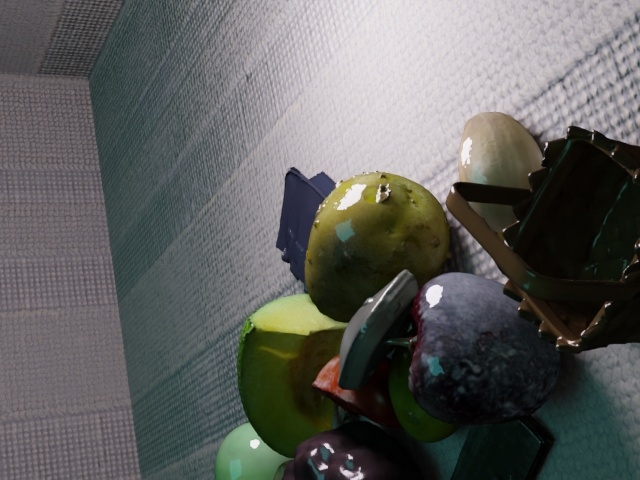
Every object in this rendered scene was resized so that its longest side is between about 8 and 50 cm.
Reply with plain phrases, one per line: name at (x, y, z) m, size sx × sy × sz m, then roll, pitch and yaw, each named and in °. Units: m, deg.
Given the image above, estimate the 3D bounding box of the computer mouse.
computer mouse at (0.095, 0.164, 1.681) m, size 0.095 × 0.197 × 0.331 m, roll 33°, pitch 154°, yaw 12°

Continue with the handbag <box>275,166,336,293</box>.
handbag at (0.000, 0.000, 2.129) m, size 0.326 × 0.118 × 0.269 m, roll -129°, pitch 47°, yaw -58°

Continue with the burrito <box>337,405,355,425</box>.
burrito at (0.081, 0.299, 2.057) m, size 0.082 × 0.059 × 0.275 m, roll -79°, pitch 2°, yaw -62°

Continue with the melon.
melon at (-0.051, 0.319, 2.078) m, size 0.226 × 0.331 × 0.344 m, roll 23°, pitch 111°, yaw 26°

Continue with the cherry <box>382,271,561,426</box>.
cherry at (0.253, 0.182, 1.518) m, size 0.218 × 0.296 × 0.255 m, roll 101°, pitch 178°, yaw -48°

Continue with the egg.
egg at (-0.162, 0.596, 2.346) m, size 0.220 × 0.220 × 0.270 m, roll 30°, pitch 118°, yaw 57°

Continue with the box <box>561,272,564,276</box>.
box at (0.369, 0.051, 1.516) m, size 0.079 × 0.035 × 0.083 m, roll 72°, pitch 175°, yaw -56°

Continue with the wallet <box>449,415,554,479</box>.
wallet at (0.310, 0.426, 1.666) m, size 0.169 × 0.044 × 0.317 m, roll 51°, pitch 135°, yaw 46°

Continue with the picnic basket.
picnic basket at (0.358, -0.002, 1.288) m, size 0.254 × 0.321 × 0.291 m, roll 58°, pitch 137°, yaw 48°

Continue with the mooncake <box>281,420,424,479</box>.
mooncake at (0.080, 0.571, 1.894) m, size 0.350 × 0.212 × 0.381 m, roll -45°, pitch 64°, yaw 47°

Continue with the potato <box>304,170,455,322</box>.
potato at (0.087, 0.021, 1.828) m, size 0.270 × 0.219 × 0.359 m, roll 44°, pitch 133°, yaw -1°

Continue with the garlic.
garlic at (0.307, -0.123, 1.585) m, size 0.164 × 0.145 × 0.245 m, roll 77°, pitch -176°, yaw -72°

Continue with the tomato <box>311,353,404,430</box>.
tomato at (0.100, 0.299, 1.906) m, size 0.233 × 0.200 × 0.140 m, roll -3°, pitch 60°, yaw 65°

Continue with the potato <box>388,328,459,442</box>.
potato at (0.208, 0.266, 1.727) m, size 0.186 × 0.148 × 0.253 m, roll 24°, pitch 121°, yaw 36°

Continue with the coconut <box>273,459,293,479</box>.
coconut at (-0.041, 0.595, 2.156) m, size 0.171 × 0.183 × 0.171 m, roll -37°, pitch 21°, yaw 16°
